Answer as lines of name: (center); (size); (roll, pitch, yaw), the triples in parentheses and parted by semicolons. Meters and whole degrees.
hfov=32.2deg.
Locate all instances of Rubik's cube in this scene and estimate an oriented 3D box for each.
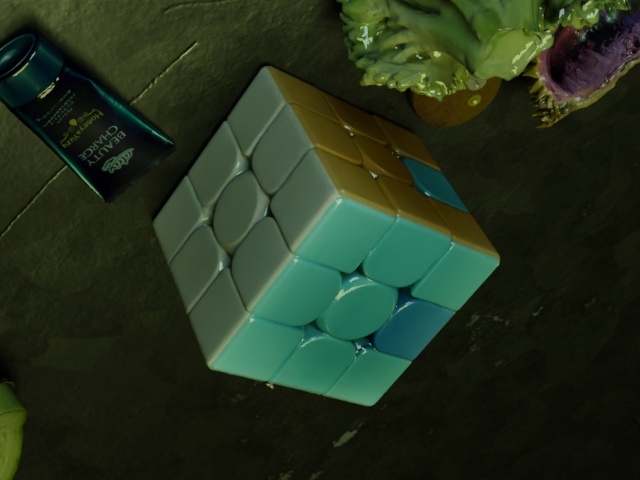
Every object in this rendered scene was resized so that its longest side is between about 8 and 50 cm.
Rubik's cube: (0.000, 0.000, 1.446); (0.292, 0.291, 0.290); (21, 117, -37)

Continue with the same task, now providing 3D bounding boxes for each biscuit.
biscuit: (0.206, -0.253, 1.502); (0.180, 0.039, 0.236); (3, 129, -31)

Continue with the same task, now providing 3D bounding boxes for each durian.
durian: (0.381, -0.263, 1.517); (0.260, 0.154, 0.186); (-31, 159, -8)

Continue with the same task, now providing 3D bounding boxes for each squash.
squash: (-0.489, 0.294, 1.531); (0.220, 0.133, 0.220); (-42, 165, -14)

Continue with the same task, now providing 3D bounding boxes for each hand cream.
hand cream: (-0.291, -0.146, 1.344); (0.120, 0.061, 0.270); (-39, 143, 4)

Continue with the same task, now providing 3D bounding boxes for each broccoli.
broccoli: (0.166, -0.297, 1.260); (0.348, 0.281, 0.293); (-37, 134, 14)
